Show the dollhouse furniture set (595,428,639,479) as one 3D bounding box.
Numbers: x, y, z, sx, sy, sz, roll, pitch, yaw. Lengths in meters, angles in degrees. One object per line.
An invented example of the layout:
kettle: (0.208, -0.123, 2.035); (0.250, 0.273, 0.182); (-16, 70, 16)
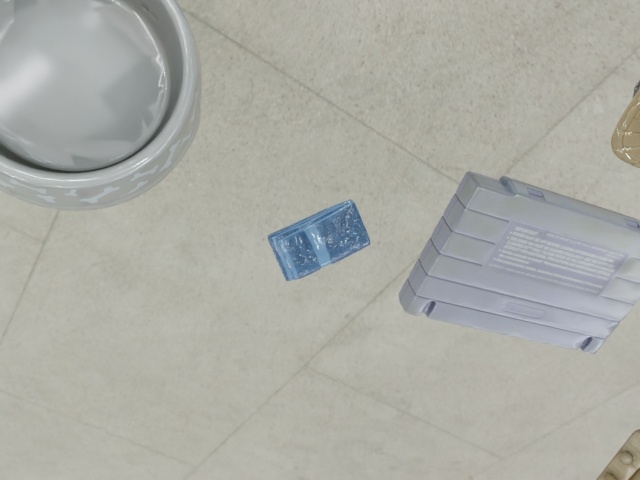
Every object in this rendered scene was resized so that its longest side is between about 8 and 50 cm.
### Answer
dollhouse furniture set: (0.163, 0.202, 0.286); (0.123, 0.144, 0.151); (13, 112, -50)

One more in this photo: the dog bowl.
dog bowl: (-0.312, -0.214, 0.743); (0.348, 0.102, 0.349); (0, 90, -17)

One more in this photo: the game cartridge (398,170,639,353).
game cartridge: (0.318, 0.041, 0.871); (0.354, 0.068, 0.230); (14, 116, -19)

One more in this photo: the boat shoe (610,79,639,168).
boat shoe: (0.336, -0.175, 0.497); (0.102, 0.092, 0.285); (19, 150, 11)

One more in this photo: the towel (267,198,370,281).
towel: (0.000, 0.000, 0.733); (0.119, 0.029, 0.067); (-25, 98, -10)
